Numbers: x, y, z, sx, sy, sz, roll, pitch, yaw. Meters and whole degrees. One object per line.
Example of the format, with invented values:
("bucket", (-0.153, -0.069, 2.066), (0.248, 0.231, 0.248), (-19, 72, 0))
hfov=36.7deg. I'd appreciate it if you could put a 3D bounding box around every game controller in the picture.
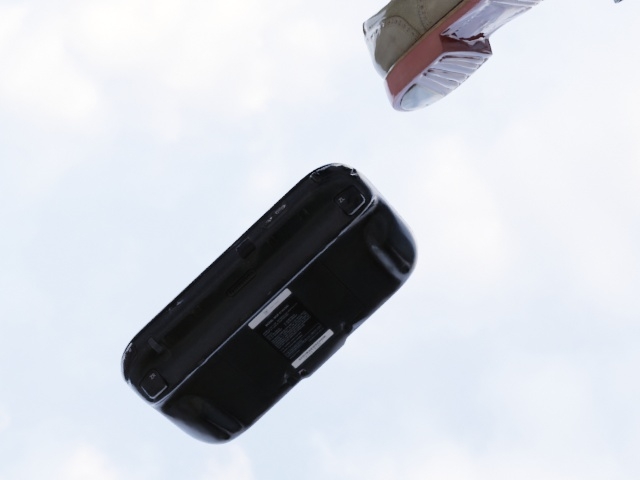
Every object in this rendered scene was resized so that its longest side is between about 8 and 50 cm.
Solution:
("game controller", (-0.046, 0.071, 0.979), (0.319, 0.166, 0.067), (-43, -143, 3))

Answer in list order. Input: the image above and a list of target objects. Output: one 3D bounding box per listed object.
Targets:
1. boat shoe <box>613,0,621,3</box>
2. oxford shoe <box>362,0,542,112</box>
("boat shoe", (0.498, -0.389, 1.434), (0.142, 0.049, 0.040), (-8, -78, 40))
("oxford shoe", (0.163, -0.282, 0.956), (0.348, 0.123, 0.130), (-41, -112, 31))
